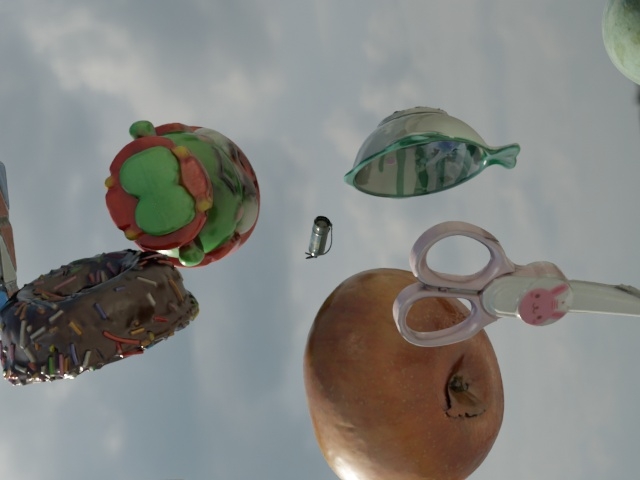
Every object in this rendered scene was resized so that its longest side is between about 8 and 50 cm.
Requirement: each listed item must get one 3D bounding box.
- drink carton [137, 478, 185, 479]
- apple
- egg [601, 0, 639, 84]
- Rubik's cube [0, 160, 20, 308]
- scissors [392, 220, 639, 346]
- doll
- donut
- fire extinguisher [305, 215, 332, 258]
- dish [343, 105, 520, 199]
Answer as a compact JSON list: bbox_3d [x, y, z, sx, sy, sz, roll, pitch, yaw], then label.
[{"bbox_3d":[-0.284,0.547,2.784,0.134,0.102,0.222,-120,39,-56],"label":"drink carton"},{"bbox_3d":[0.088,0.145,1.580,0.210,0.173,0.235,-47,-57,-39],"label":"apple"},{"bbox_3d":[0.426,-0.258,1.864,0.236,0.169,0.169,-141,40,-77],"label":"egg"},{"bbox_3d":[-0.441,0.024,2.076,0.234,0.284,0.250,56,-152,-1],"label":"Rubik's cube"},{"bbox_3d":[0.182,0.046,1.329,0.030,0.242,0.118,-111,33,-53],"label":"scissors"},{"bbox_3d":[-0.164,-0.056,1.957,0.182,0.160,0.363,62,-164,4],"label":"doll"},{"bbox_3d":[-0.254,0.078,1.748,0.235,0.235,0.089,-57,-46,-68],"label":"donut"},{"bbox_3d":[0.000,0.000,2.325,0.083,0.038,0.025,103,166,-47],"label":"fire extinguisher"},{"bbox_3d":[0.148,-0.132,2.188,0.224,0.246,0.078,92,171,-69],"label":"dish"}]
